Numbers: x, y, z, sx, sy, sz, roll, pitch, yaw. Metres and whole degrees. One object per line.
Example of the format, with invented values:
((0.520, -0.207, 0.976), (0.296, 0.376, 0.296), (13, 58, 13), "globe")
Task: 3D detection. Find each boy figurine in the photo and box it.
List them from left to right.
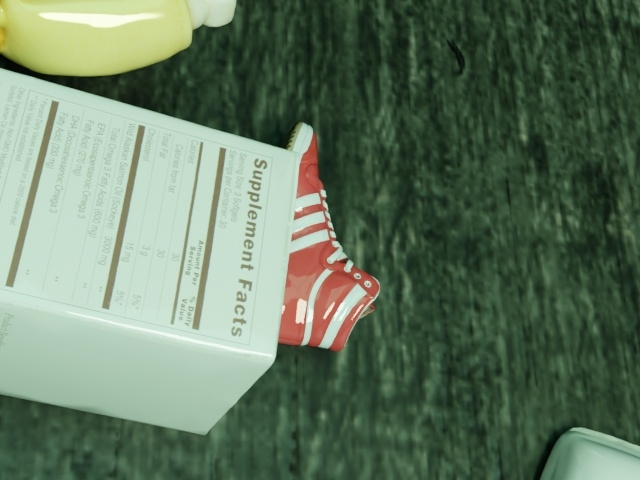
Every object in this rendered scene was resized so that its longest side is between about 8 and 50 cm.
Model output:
((-0.131, -0.150, 0.548), (0.285, 0.092, 0.177), (-31, 64, -35), "boy figurine")

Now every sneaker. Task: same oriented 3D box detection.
((0.000, 0.000, 0.564), (0.067, 0.042, 0.119), (16, 68, -11), "sneaker")

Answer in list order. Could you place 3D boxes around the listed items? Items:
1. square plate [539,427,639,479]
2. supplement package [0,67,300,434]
((0.206, 0.262, 0.430), (0.344, 0.049, 0.347), (18, 56, 20), "square plate")
((-0.112, 0.005, 0.478), (0.179, 0.105, 0.105), (15, 59, -16), "supplement package")
